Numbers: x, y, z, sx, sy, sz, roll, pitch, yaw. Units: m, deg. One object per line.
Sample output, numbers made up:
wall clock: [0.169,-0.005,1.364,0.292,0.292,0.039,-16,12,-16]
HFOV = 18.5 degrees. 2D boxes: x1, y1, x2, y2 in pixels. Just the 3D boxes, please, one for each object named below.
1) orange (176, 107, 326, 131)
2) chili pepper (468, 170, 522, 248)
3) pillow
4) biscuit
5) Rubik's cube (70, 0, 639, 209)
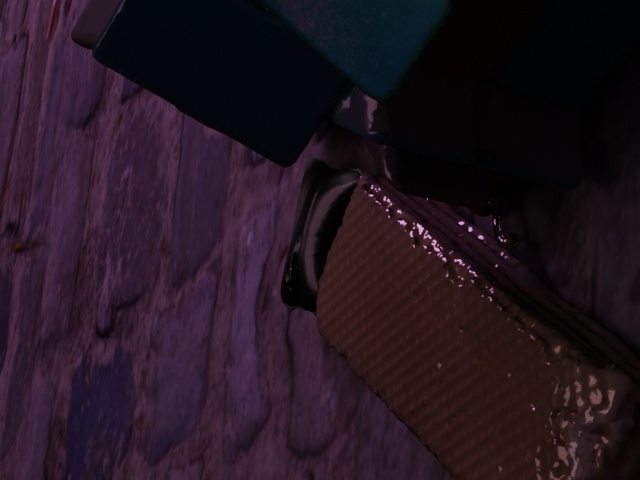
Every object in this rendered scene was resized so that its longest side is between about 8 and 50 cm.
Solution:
orange: [-0.055,-0.192,1.687,0.219,0.193,0.219,158,90,-79]
chili pepper: [0.108,-0.087,1.461,0.059,0.050,0.268,101,163,-46]
pillow: [0.002,0.000,1.662,0.091,0.055,0.135,-134,57,-84]
biscuit: [0.108,0.077,1.361,0.426,0.078,0.144,46,122,61]
Rubik's cube: [0.044,-0.221,1.300,0.387,0.358,0.368,-22,65,50]
